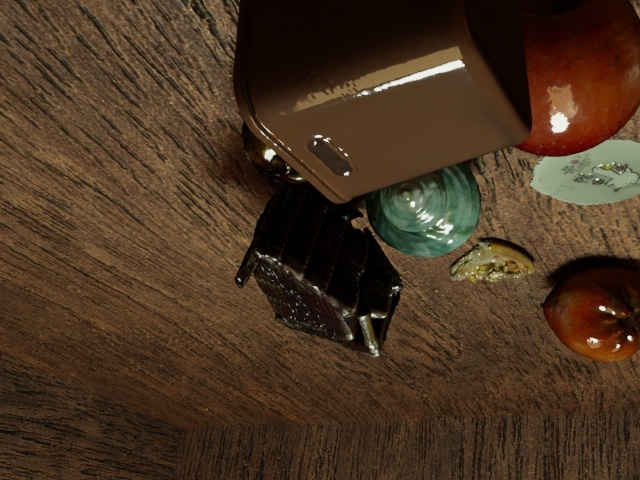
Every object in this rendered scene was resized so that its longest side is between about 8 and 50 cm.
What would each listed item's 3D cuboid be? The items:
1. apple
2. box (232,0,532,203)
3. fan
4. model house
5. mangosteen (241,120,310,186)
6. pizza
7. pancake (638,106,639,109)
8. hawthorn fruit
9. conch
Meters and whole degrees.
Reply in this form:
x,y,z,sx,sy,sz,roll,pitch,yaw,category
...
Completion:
x,y,z,sx,sy,sz,roll,pitch,yaw,category
0.301,-0.219,1.070,0.218,0.218,0.201,-7,131,21,apple
0.073,-0.247,0.896,0.229,0.339,0.239,-14,151,27,box
0.582,-0.100,1.542,0.415,0.012,0.233,11,155,-16,fan
0.000,0.000,1.512,0.297,0.317,0.282,-1,137,31,model house
-0.033,-0.153,1.304,0.173,0.184,0.172,-20,129,-26,mangosteen
0.364,0.059,1.880,0.185,0.052,0.195,27,147,-36,pizza
0.452,-0.219,1.292,0.108,0.017,0.108,4,152,2,pancake
0.608,0.158,1.904,0.224,0.224,0.261,18,175,-29,hawthorn fruit
0.175,-0.069,1.497,0.220,0.195,0.277,29,-175,10,conch
